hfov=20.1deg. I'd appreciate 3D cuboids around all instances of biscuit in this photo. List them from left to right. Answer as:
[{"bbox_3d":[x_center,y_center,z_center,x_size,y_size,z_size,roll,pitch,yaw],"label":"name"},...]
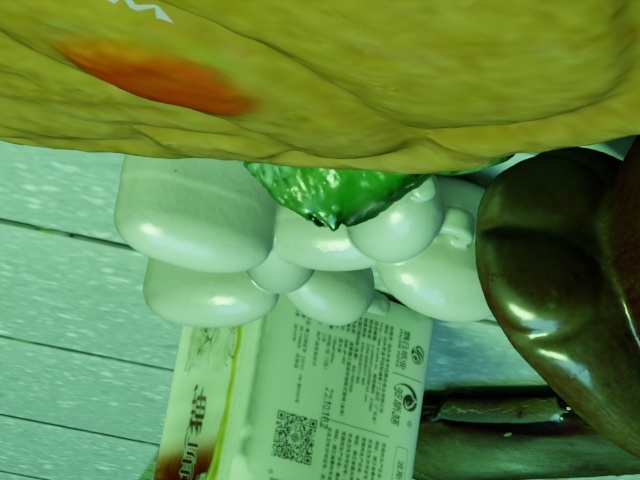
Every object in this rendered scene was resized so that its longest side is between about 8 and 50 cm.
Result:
[{"bbox_3d":[-0.104,-0.095,0.412,0.350,0.078,0.455,22,165,-38],"label":"biscuit"}]

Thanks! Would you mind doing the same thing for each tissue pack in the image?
[{"bbox_3d":[-0.017,0.100,0.891,0.106,0.148,0.099,20,158,-29],"label":"tissue pack"}]

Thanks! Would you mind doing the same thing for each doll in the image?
[{"bbox_3d":[0.000,0.000,0.735,0.160,0.059,0.161,8,160,3],"label":"doll"}]

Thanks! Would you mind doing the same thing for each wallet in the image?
[{"bbox_3d":[0.139,0.115,1.045,0.255,0.031,0.137,-6,155,36],"label":"wallet"}]

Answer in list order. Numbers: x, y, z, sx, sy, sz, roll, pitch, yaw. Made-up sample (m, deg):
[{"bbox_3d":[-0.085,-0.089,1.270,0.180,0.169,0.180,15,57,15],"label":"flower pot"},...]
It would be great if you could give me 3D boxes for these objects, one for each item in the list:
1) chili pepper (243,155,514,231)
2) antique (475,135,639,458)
[{"bbox_3d":[0.065,-0.058,0.543,0.108,0.062,0.216,-23,-177,-43],"label":"chili pepper"},{"bbox_3d":[0.187,0.026,0.647,0.143,0.121,0.257,-22,139,34],"label":"antique"}]
